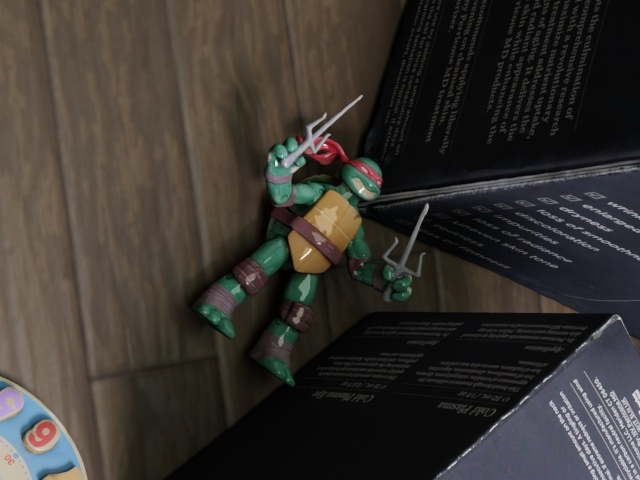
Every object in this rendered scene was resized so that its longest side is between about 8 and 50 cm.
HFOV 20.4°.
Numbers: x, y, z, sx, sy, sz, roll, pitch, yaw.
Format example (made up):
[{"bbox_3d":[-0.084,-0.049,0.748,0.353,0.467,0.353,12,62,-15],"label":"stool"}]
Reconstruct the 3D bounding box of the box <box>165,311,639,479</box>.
[{"bbox_3d":[0.069,0.214,1.437,0.312,0.343,0.179,-36,107,-27],"label":"box"}]

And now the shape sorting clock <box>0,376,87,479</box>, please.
[{"bbox_3d":[-0.270,0.190,1.362,0.206,0.040,0.206,15,57,-24],"label":"shape sorting clock"}]

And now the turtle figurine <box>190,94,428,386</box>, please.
[{"bbox_3d":[0.000,0.000,1.536,0.175,0.118,0.234,38,84,-9],"label":"turtle figurine"}]

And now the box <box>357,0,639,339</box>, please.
[{"bbox_3d":[0.374,-0.090,1.562,0.480,0.472,0.297,24,76,-29],"label":"box"}]
